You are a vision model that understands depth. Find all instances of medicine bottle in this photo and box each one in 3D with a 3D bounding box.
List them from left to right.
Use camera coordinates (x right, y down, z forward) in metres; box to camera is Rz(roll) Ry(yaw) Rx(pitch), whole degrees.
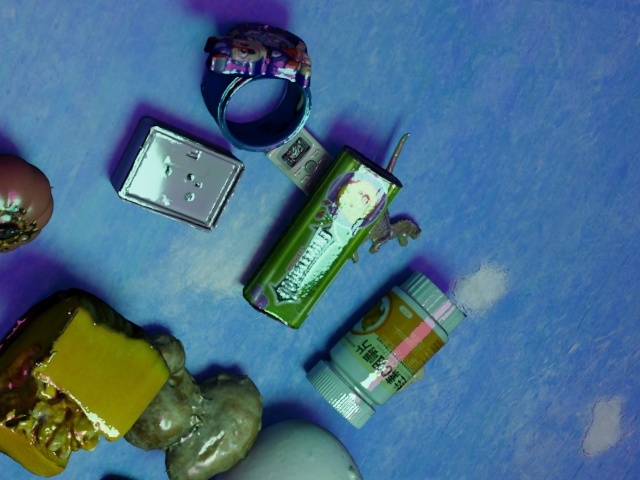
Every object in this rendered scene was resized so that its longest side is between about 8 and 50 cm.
[{"bbox_3d":[0.135,0.217,2.017,0.318,0.158,0.158,-45,125,-3],"label":"medicine bottle"}]

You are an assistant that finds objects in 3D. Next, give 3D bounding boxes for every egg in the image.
[{"bbox_3d":[-0.063,0.523,1.959,0.355,0.354,0.339,3,95,-29],"label":"egg"}]

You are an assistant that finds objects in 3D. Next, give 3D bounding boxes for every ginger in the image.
[{"bbox_3d":[-0.257,0.315,1.858,0.304,0.155,0.244,41,73,-31],"label":"ginger"}]

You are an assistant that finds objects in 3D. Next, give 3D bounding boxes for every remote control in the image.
[{"bbox_3d":[-0.017,-0.135,1.847,0.087,0.029,0.190,-46,126,0],"label":"remote control"}]

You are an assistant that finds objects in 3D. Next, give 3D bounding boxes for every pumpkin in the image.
[{"bbox_3d":[-0.428,0.233,1.664,0.303,0.256,0.225,-28,117,26],"label":"pumpkin"}]

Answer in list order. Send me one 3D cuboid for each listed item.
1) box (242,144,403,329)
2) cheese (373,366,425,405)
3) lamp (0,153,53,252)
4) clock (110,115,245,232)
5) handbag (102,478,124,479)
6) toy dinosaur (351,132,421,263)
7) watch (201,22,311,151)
[{"bbox_3d":[0.000,0.000,1.845,0.134,0.097,0.345,32,105,-18],"label":"box"},{"bbox_3d":[0.136,0.310,2.133,0.194,0.043,0.065,-23,121,-17],"label":"cheese"},{"bbox_3d":[-0.505,-0.050,1.551,0.182,0.140,0.182,-20,150,-12],"label":"lamp"},{"bbox_3d":[-0.244,-0.111,1.712,0.193,0.073,0.144,22,102,-33],"label":"clock"},{"bbox_3d":[-0.368,0.524,1.950,0.139,0.072,0.115,9,77,-47],"label":"handbag"},{"bbox_3d":[0.108,-0.064,1.925,0.200,0.072,0.251,-31,123,-15],"label":"toy dinosaur"},{"bbox_3d":[-0.112,-0.253,1.674,0.196,0.171,0.200,3,124,-16],"label":"watch"}]
